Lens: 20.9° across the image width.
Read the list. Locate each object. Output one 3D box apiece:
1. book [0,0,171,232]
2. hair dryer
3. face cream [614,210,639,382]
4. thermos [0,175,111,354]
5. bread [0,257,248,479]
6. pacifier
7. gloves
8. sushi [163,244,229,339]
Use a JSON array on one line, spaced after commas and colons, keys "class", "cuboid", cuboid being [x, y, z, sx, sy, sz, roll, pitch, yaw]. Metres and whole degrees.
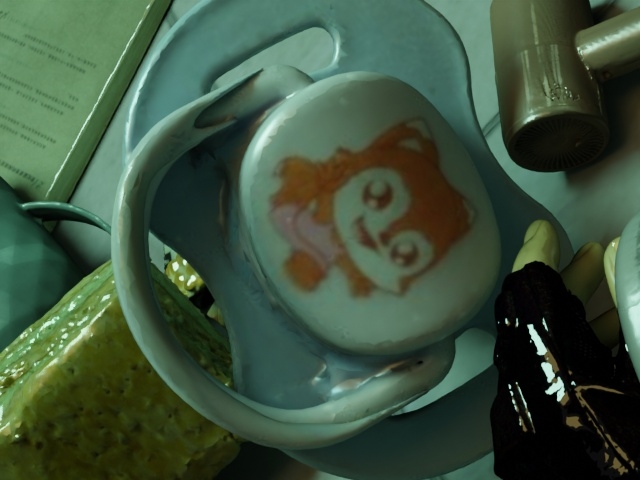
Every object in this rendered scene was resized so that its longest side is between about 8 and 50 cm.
[{"class": "book", "cuboid": [-0.230, -0.162, 1.427, 0.215, 0.025, 0.282, 28, 89, 38]}, {"class": "hair dryer", "cuboid": [0.185, -0.120, 1.006, 0.182, 0.064, 0.117, -20, 54, 27]}, {"class": "face cream", "cuboid": [0.239, 0.034, 0.775, 0.153, 0.177, 0.177, -31, 50, 32]}, {"class": "thermos", "cuboid": [-0.227, 0.041, 1.258, 0.182, 0.145, 0.286, -48, 56, 0]}, {"class": "bread", "cuboid": [-0.143, 0.116, 1.098, 0.196, 0.138, 0.102, -39, 14, 8]}, {"class": "pacifier", "cuboid": [0.000, 0.000, 1.011, 0.244, 0.299, 0.233, -28, 0, -7]}, {"class": "gloves", "cuboid": [0.139, 0.082, 0.884, 0.203, 0.124, 0.164, 62, 143, 28]}, {"class": "sushi", "cuboid": [-0.055, 0.007, 1.180, 0.193, 0.040, 0.210, -25, 54, 34]}]
